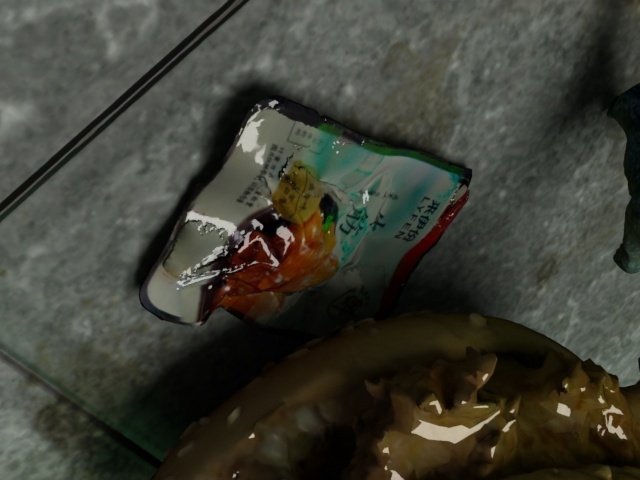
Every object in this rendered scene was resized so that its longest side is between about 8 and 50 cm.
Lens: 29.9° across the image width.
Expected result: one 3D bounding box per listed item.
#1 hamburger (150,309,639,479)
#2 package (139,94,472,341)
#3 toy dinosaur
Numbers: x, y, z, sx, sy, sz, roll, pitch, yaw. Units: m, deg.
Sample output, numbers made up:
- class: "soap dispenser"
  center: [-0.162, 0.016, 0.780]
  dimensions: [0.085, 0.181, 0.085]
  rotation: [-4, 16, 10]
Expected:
- class: "hamburger"
  center: [0.099, 0.171, 0.801]
  dimensions: [0.445, 0.268, 0.287]
  rotation: [9, 127, -37]
- class: "package"
  center: [0.000, 0.000, 0.771]
  dimensions: [0.232, 0.040, 0.166]
  rotation: [18, 113, -49]
- class: "toy dinosaur"
  center: [0.235, -0.043, 0.796]
  dimensions: [0.076, 0.363, 0.147]
  rotation: [-5, 170, 6]
